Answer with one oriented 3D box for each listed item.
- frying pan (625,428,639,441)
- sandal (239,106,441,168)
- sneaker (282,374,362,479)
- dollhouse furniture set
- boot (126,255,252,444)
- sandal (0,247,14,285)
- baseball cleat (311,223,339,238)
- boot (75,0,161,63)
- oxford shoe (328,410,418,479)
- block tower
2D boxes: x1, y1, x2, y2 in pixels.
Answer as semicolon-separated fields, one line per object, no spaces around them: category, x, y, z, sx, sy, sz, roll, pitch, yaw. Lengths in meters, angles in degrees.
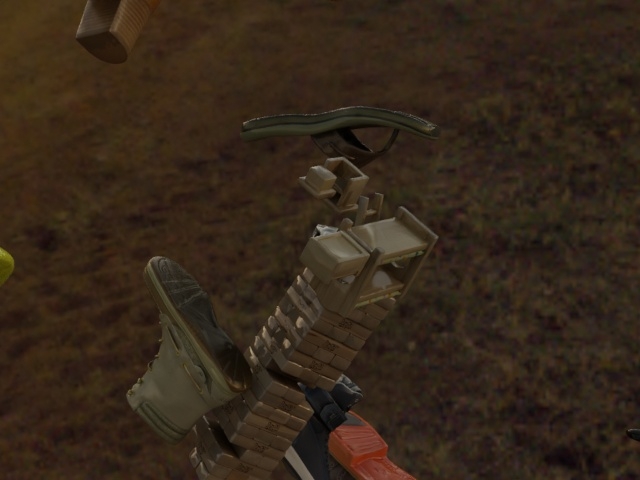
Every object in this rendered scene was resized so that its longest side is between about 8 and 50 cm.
frying pan;0.673;0.355;1.864;0.053;0.197;0.326;-51;15;-24
sandal;0.030;-0.146;1.669;0.302;0.086;0.120;-2;2;21
sneaker;0.010;0.299;1.773;0.163;0.226;0.086;-40;38;-14
dollhouse furniture set;0.000;0.000;1.239;0.161;0.101;0.182;43;32;26
boot;-0.201;0.144;1.503;0.213;0.165;0.077;56;31;13
sandal;-0.576;0.021;1.519;0.317;0.126;0.138;-5;54;-44
baseball cleat;0.049;-0.001;2.007;0.109;0.072;0.206;23;7;18
boot;-0.256;-0.350;1.210;0.104;0.295;0.211;-3;58;26
oxford shoe;0.096;0.442;1.878;0.130;0.133;0.364;4;36;-41
block tower;-0.046;0.175;1.504;0.097;0.335;0.091;29;12;-36
